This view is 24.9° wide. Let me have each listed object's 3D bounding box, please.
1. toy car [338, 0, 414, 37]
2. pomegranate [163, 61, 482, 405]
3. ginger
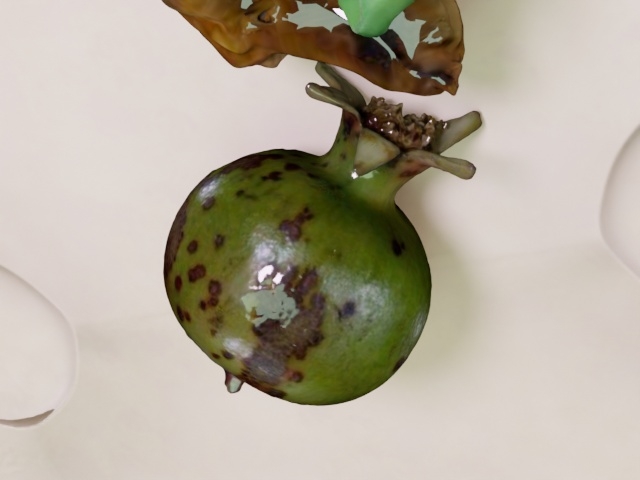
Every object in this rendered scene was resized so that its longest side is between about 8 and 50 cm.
[{"bbox_3d":[0.020,-0.258,0.467,0.213,0.176,0.359,6,137,-33],"label":"toy car"},{"bbox_3d":[-0.004,0.003,0.741,0.148,0.148,0.169,23,122,2],"label":"pomegranate"},{"bbox_3d":[-0.057,-0.185,0.645,0.133,0.107,0.309,-28,113,8],"label":"ginger"}]
